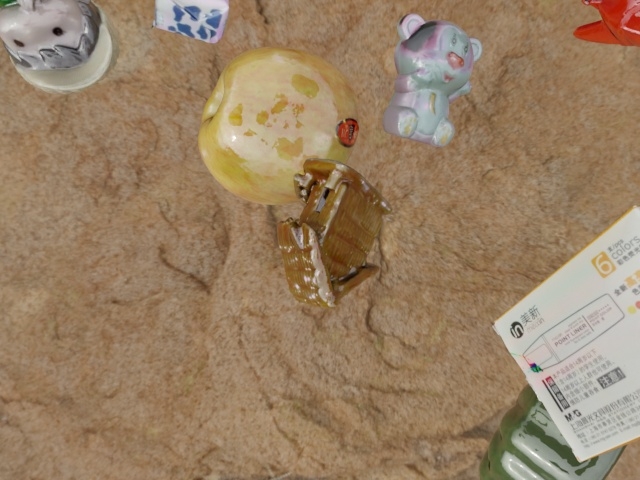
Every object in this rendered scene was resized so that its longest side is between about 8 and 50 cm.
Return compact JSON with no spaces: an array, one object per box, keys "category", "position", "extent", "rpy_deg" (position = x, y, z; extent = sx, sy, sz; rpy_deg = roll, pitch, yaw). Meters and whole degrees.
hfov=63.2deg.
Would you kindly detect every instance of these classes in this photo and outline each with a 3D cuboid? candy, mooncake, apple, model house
[{"category":"candy","position":[-0.168,-0.342,0.677],"extent":[0.092,0.073,0.160],"rpy_deg":[5,63,-18]},{"category":"mooncake","position":[0.449,0.382,0.992],"extent":[0.187,0.351,0.351],"rpy_deg":[37,97,31]},{"category":"apple","position":[-0.110,-0.282,1.282],"extent":[0.346,0.391,0.391],"rpy_deg":[21,97,-34]},{"category":"model house","position":[0.001,-0.002,0.895],"extent":[0.219,0.199,0.229],"rpy_deg":[33,73,-39]}]

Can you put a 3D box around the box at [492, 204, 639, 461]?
[{"category":"box","position":[0.371,0.119,0.640],"extent":[0.091,0.274,0.220],"rpy_deg":[-5,57,-32]}]

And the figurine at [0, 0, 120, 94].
[{"category":"figurine","position":[-0.454,-0.394,0.823],"extent":[0.185,0.204,0.332],"rpy_deg":[-16,122,5]}]

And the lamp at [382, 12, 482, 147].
[{"category":"lamp","position":[0.271,-0.414,1.359],"extent":[0.247,0.247,0.301],"rpy_deg":[10,104,-19]}]

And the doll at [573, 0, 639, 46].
[{"category":"doll","position":[0.355,-0.231,0.543],"extent":[0.169,0.109,0.057],"rpy_deg":[37,80,27]}]
